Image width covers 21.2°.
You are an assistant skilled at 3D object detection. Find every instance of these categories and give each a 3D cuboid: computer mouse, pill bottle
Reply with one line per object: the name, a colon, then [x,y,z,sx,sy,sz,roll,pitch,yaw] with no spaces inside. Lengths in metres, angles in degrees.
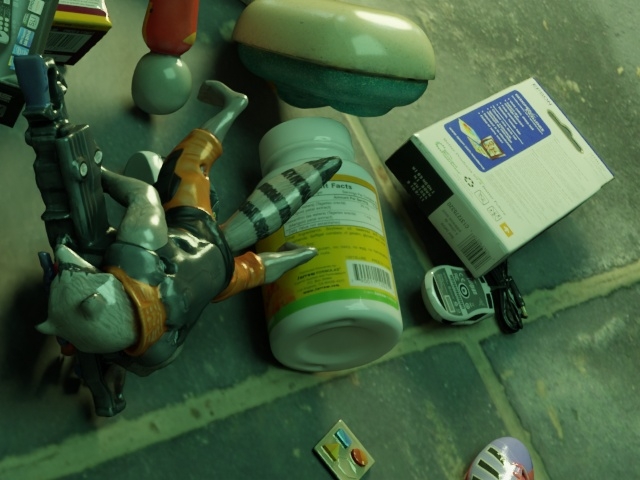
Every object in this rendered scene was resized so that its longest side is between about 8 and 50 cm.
computer mouse: [0.167,0.061,1.974,0.193,0.042,0.106,-1,68,-51]
pill bottle: [0.000,0.000,1.775,0.136,0.136,0.246,15,53,-37]

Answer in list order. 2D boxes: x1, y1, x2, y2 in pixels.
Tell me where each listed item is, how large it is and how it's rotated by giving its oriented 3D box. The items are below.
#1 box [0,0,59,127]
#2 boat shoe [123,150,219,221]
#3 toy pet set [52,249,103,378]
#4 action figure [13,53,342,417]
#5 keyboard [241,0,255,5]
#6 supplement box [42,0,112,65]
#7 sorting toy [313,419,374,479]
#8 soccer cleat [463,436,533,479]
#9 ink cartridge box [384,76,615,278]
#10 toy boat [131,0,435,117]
box: [-0.353,-0.284,1.594,0.242,0.076,0.307,20,59,-14]
boat shoe: [-0.134,-0.006,1.702,0.083,0.065,0.183,8,56,-39]
toy pet set: [-0.218,0.049,1.604,0.122,0.065,0.114,-36,121,-41]
action figure: [-0.138,-0.025,1.507,0.330,0.178,0.341,-47,131,-47]
keyboard: [-0.127,-0.327,1.938,0.256,0.072,0.014,33,57,-24]
supplement box: [-0.295,-0.279,1.728,0.104,0.081,0.188,1,63,-44]
sorting toy: [0.034,0.228,1.742,0.083,0.012,0.062,51,39,-3]
soccer cleat: [0.186,0.287,1.784,0.083,0.095,0.248,47,40,-8]
ink cartridge box: [0.228,-0.086,2.093,0.176,0.069,0.371,52,34,6]
toy boat: [-0.052,-0.195,1.840,0.318,0.267,0.148,5,101,-30]
